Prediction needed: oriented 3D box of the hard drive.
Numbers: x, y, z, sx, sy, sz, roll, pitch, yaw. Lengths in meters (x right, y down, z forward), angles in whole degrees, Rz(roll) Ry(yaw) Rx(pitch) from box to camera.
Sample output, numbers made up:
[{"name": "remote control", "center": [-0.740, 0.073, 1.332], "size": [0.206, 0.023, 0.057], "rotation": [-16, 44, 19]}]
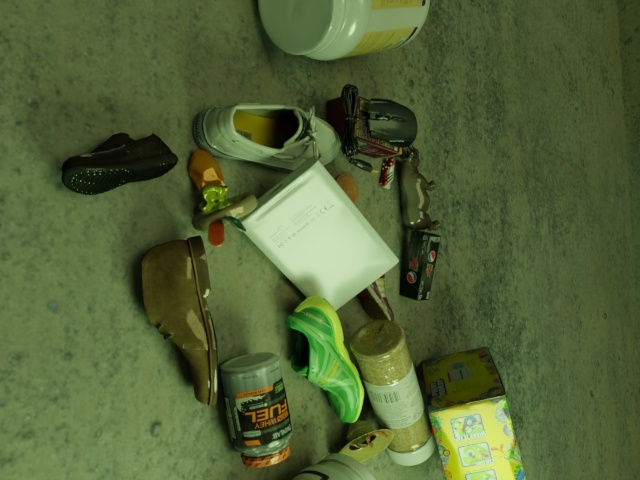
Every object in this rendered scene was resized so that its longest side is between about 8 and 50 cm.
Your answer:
[{"name": "hard drive", "center": [0.000, 0.000, 1.385], "size": [0.203, 0.040, 0.307], "rotation": [-38, 122, 5]}]

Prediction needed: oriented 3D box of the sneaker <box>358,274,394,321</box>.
[{"name": "sneaker", "center": [0.131, 0.113, 1.575], "size": [0.084, 0.070, 0.185], "rotation": [-50, 122, -31]}]

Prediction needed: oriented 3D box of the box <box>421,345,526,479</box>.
[{"name": "box", "center": [0.367, 0.449, 1.614], "size": [0.290, 0.177, 0.279], "rotation": [-65, 140, -77]}]

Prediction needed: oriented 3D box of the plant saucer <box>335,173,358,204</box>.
[{"name": "plant saucer", "center": [0.061, -0.114, 1.567], "size": [0.084, 0.013, 0.083], "rotation": [8, 79, -46]}]

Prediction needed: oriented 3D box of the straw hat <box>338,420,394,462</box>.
[{"name": "straw hat", "center": [0.088, 0.431, 1.490], "size": [0.145, 0.144, 0.061], "rotation": [20, 33, -44]}]

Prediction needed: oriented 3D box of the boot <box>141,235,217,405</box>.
[{"name": "boot", "center": [-0.242, 0.149, 1.183], "size": [0.115, 0.112, 0.305], "rotation": [-11, 99, -16]}]

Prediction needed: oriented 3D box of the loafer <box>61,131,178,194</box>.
[{"name": "loafer", "center": [-0.339, -0.133, 1.115], "size": [0.220, 0.080, 0.078], "rotation": [-20, 78, -55]}]

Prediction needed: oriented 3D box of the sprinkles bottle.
[{"name": "sprinkles bottle", "center": [0.166, 0.342, 1.497], "size": [0.121, 0.121, 0.355], "rotation": [-48, 132, -38]}]

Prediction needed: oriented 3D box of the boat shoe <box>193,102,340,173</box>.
[{"name": "boat shoe", "center": [-0.060, -0.218, 1.346], "size": [0.367, 0.157, 0.135], "rotation": [4, 83, -46]}]

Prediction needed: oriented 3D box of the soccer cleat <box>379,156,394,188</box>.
[{"name": "soccer cleat", "center": [0.169, -0.167, 1.678], "size": [0.036, 0.029, 0.083], "rotation": [34, 65, -49]}]

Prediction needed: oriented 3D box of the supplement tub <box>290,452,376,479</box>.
[{"name": "supplement tub", "center": [-0.020, 0.551, 1.280], "size": [0.272, 0.191, 0.191], "rotation": [-28, 106, -44]}]

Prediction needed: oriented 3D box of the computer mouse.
[{"name": "computer mouse", "center": [0.147, -0.236, 1.518], "size": [0.262, 0.060, 0.183], "rotation": [13, 76, -45]}]

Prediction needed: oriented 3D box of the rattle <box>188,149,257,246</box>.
[{"name": "rattle", "center": [-0.184, -0.081, 1.181], "size": [0.199, 0.130, 0.142], "rotation": [-69, 155, -75]}]

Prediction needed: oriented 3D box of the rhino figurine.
[{"name": "rhino figurine", "center": [0.240, -0.138, 1.717], "size": [0.106, 0.073, 0.243], "rotation": [-9, 91, -50]}]

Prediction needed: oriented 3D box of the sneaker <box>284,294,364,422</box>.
[{"name": "sneaker", "center": [0.000, 0.259, 1.417], "size": [0.124, 0.109, 0.295], "rotation": [-27, 108, -21]}]

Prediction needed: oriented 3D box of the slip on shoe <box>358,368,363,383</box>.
[{"name": "slip on shoe", "center": [0.137, 0.300, 1.577], "size": [0.135, 0.051, 0.041], "rotation": [-6, 96, -39]}]

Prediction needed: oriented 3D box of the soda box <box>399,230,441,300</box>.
[{"name": "soda box", "center": [0.248, 0.062, 1.683], "size": [0.053, 0.060, 0.168], "rotation": [3, 100, -47]}]

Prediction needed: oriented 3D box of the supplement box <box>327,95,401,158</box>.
[{"name": "supplement box", "center": [0.105, -0.264, 1.580], "size": [0.188, 0.081, 0.104], "rotation": [9, 80, -46]}]

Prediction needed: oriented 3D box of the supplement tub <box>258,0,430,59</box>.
[{"name": "supplement tub", "center": [0.055, -0.515, 1.440], "size": [0.331, 0.241, 0.240], "rotation": [-24, 103, -45]}]

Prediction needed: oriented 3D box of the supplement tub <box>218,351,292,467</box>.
[{"name": "supplement tub", "center": [-0.118, 0.314, 1.257], "size": [0.117, 0.117, 0.190], "rotation": [-16, 97, -46]}]
